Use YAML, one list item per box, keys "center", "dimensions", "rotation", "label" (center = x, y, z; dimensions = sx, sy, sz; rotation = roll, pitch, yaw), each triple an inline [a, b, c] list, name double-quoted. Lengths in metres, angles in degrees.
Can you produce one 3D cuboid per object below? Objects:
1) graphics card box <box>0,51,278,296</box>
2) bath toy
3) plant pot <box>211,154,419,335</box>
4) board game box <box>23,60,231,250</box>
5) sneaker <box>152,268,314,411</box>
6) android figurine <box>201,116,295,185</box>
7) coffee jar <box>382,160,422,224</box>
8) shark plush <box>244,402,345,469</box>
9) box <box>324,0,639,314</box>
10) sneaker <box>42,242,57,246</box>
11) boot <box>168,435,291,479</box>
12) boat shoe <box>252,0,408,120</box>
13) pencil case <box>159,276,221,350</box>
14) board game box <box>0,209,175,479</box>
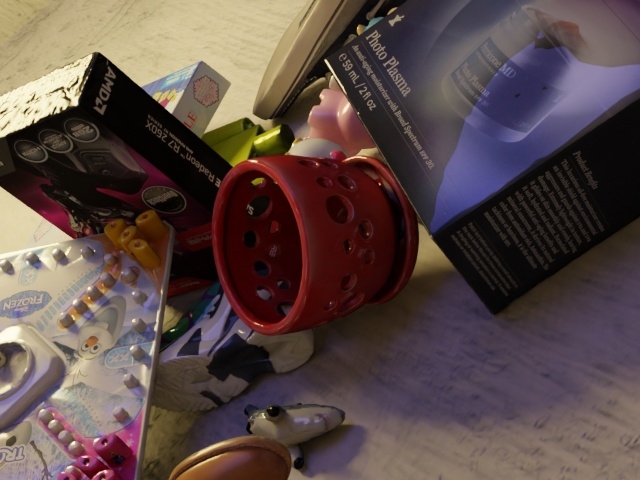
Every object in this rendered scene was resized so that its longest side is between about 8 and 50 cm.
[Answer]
- center: [-0.239, -0.067, 1.544]
  dimensions: [0.233, 0.371, 0.094]
  rotation: [-14, 48, 36]
  label: "graphics card box"
- center: [0.056, -0.164, 1.607]
  dimensions: [0.151, 0.129, 0.348]
  rotation: [105, -171, -51]
  label: "bath toy"
- center: [0.000, 0.000, 1.324]
  dimensions: [0.174, 0.191, 0.191]
  rotation: [-6, 9, -35]
  label: "plant pot"
- center: [-0.308, -0.109, 1.894]
  dimensions: [0.318, 0.066, 0.318]
  rotation: [-10, 49, 55]
  label: "board game box"
- center: [-0.114, 0.106, 1.447]
  dimensions: [0.235, 0.094, 0.153]
  rotation: [-27, 30, 20]
  label: "sneaker"
- center: [-0.165, -0.084, 1.808]
  dimensions: [0.273, 0.056, 0.248]
  rotation: [-19, 35, 29]
  label: "android figurine"
- center: [0.159, -0.108, 1.445]
  dimensions: [0.184, 0.079, 0.096]
  rotation: [-41, 30, -4]
  label: "coffee jar"
- center: [-0.036, 0.199, 1.302]
  dimensions: [0.067, 0.073, 0.161]
  rotation: [-32, 2, -27]
  label: "shark plush"
- center: [0.206, -0.142, 1.254]
  dimensions: [0.294, 0.183, 0.296]
  rotation: [-35, 49, 7]
  label: "box"
- center: [-0.340, 0.060, 1.680]
  dimensions: [0.114, 0.152, 0.305]
  rotation: [-45, 16, -21]
  label: "sneaker"
- center: [-0.128, 0.328, 1.132]
  dimensions: [0.283, 0.109, 0.220]
  rotation: [-36, 28, 11]
  label: "boot"
- center: [0.031, -0.282, 1.811]
  dimensions: [0.340, 0.158, 0.127]
  rotation: [-52, 20, 42]
  label: "boat shoe"
- center: [-0.148, 0.105, 1.514]
  dimensions: [0.152, 0.064, 0.070]
  rotation: [-46, 46, -13]
  label: "pencil case"
- center: [-0.376, 0.152, 1.426]
  dimensions: [0.390, 0.050, 0.390]
  rotation: [-11, 50, 16]
  label: "board game box"
